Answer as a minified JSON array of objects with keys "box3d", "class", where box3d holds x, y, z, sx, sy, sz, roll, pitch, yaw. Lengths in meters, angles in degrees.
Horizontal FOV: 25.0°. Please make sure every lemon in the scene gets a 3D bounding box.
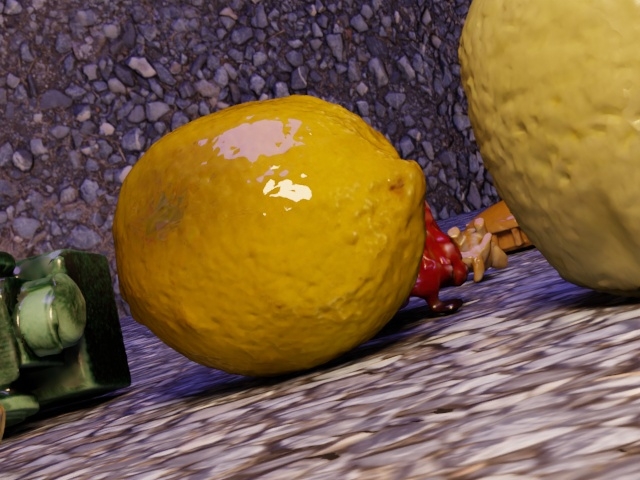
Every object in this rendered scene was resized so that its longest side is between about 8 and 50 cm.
[{"box3d":[-0.040,-0.002,1.038,0.260,0.204,0.204,-19,-1,32],"class":"lemon"}]

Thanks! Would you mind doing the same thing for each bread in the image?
[{"box3d":[0.247,-0.100,0.925,0.320,0.237,0.320,-13,4,1],"class":"bread"}]

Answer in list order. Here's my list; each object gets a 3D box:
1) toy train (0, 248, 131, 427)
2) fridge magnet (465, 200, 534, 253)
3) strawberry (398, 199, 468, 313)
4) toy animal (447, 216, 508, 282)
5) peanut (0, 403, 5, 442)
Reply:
[{"box3d":[-0.317,0.103,1.241,0.299,0.167,0.238,-14,-8,17],"class":"toy train"},{"box3d":[0.238,-0.023,1.680,0.143,0.063,0.143,-18,1,0],"class":"fridge magnet"},{"box3d":[0.000,0.000,1.220,0.234,0.178,0.234,-22,4,2],"class":"strawberry"},{"box3d":[0.155,0.019,1.424,0.060,0.081,0.083,-23,-35,2],"class":"toy animal"},{"box3d":[-0.291,0.117,0.674,0.290,0.130,0.130,-15,1,-17],"class":"peanut"}]
